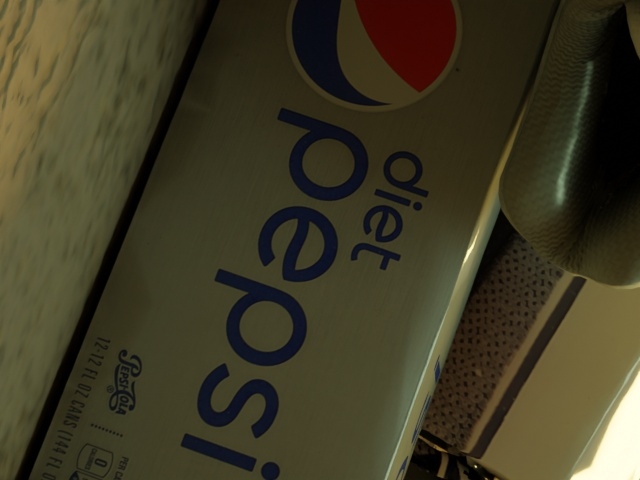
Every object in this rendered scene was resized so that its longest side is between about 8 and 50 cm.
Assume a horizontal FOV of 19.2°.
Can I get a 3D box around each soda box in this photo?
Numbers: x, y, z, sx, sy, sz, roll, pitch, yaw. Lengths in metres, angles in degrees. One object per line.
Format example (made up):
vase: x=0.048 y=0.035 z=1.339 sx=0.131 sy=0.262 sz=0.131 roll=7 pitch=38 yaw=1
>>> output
soda box: x=0.000 y=0.000 z=0.545 sx=0.098 sy=0.091 sz=0.286 roll=83 pitch=27 yaw=-75

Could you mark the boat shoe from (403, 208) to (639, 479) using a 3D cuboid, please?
boat shoe: x=0.098 y=-0.064 z=0.653 sx=0.340 sy=0.158 sz=0.127 roll=-56 pitch=155 yaw=-6

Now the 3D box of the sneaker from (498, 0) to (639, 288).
sneaker: x=0.125 y=-0.094 z=0.426 sx=0.118 sy=0.110 sz=0.292 roll=-44 pitch=165 yaw=-40
